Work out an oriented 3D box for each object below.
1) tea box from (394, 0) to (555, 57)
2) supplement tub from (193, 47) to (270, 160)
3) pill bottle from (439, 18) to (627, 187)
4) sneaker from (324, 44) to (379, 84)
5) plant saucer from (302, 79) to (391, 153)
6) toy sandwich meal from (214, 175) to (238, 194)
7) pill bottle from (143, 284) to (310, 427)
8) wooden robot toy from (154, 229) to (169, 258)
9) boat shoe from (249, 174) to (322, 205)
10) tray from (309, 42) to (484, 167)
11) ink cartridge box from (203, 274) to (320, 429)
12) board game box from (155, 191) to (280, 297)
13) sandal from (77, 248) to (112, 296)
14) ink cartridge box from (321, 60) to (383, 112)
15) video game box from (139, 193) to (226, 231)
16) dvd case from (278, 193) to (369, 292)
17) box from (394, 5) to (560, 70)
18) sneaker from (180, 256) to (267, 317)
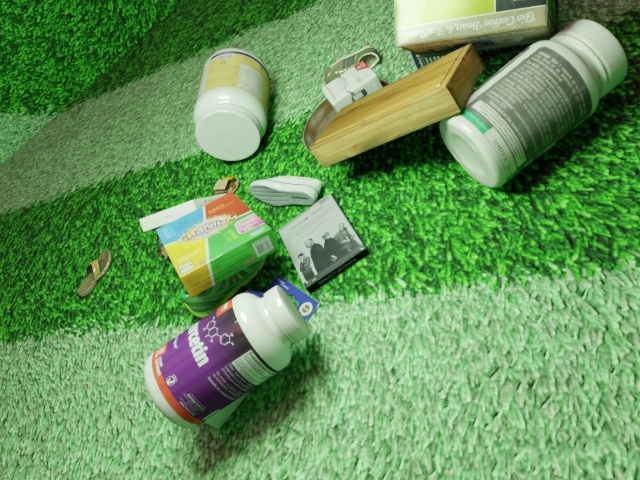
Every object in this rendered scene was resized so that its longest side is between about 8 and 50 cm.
[{"bbox_3d":[0.355,-0.612,1.176,0.329,0.220,0.323,4,102,28],"label":"tea box"},{"bbox_3d":[-0.293,-0.453,1.719,0.241,0.241,0.331,-18,49,21],"label":"supplement tub"},{"bbox_3d":[0.462,-0.299,1.129,0.361,0.204,0.204,-39,44,2],"label":"pill bottle"},{"bbox_3d":[0.106,-0.559,1.664,0.192,0.064,0.086,-33,40,3],"label":"sneaker"},{"bbox_3d":[0.094,-0.350,1.521,0.311,0.050,0.310,-18,49,22],"label":"plant saucer"},{"bbox_3d":[-0.303,-0.178,1.660,0.086,0.029,0.085,-18,49,21],"label":"toy sandwich meal"},{"bbox_3d":[-0.190,0.233,1.074,0.323,0.181,0.181,-35,45,3],"label":"pill bottle"},{"bbox_3d":[-0.477,-0.004,1.631,0.079,0.076,0.173,-12,39,-23],"label":"wooden robot toy"},{"bbox_3d":[-0.096,-0.147,1.478,0.226,0.083,0.075,12,51,26],"label":"boat shoe"},{"bbox_3d":[0.172,-0.318,1.247,0.411,0.076,0.202,-16,31,45],"label":"tray"},{"bbox_3d":[-0.181,0.245,1.230,0.371,0.069,0.176,-49,45,-12],"label":"ink cartridge box"},{"bbox_3d":[-0.275,-0.003,1.327,0.242,0.064,0.316,-30,32,-15],"label":"board game box"},{"bbox_3d":[-0.762,0.104,1.727,0.072,0.049,0.180,11,64,39],"label":"sandal"},{"bbox_3d":[0.093,-0.446,1.519,0.151,0.063,0.109,-33,45,8],"label":"ink cartridge box"},{"bbox_3d":[-0.410,-0.086,1.569,0.205,0.187,0.048,-16,93,23],"label":"video game box"},{"bbox_3d":[0.000,0.000,1.323,0.179,0.029,0.238,-34,44,6],"label":"dvd case"},{"bbox_3d":[0.440,-0.683,1.439,0.396,0.212,0.293,-5,54,29],"label":"box"},{"bbox_3d":[-0.249,0.072,1.362,0.109,0.123,0.295,27,73,44],"label":"sneaker"}]
